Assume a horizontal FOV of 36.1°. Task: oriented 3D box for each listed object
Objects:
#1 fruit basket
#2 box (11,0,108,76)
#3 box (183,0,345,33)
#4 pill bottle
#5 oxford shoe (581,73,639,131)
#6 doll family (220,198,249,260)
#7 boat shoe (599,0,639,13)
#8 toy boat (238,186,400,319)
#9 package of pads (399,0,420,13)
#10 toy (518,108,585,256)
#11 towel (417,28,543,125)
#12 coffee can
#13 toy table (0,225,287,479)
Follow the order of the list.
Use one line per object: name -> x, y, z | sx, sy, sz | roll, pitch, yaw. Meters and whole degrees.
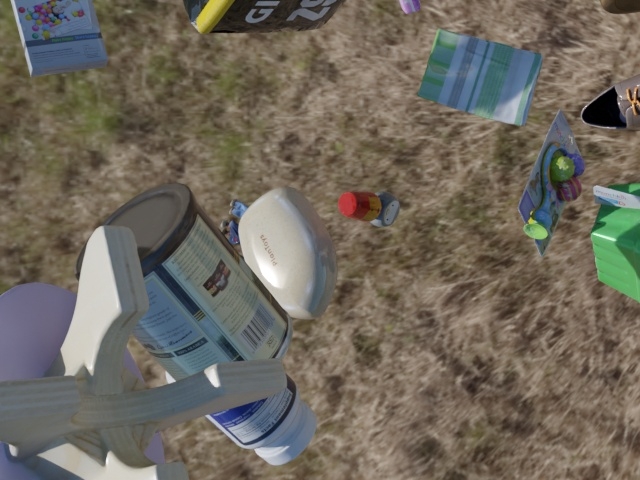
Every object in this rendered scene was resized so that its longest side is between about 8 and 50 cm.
fruit basket -> 0.664, 0.017, 1.713 | 0.353, 0.327, 0.165 | 8, 64, 26
box -> -0.491, -0.406, 1.834 | 0.038, 0.145, 0.186 | -37, 68, 63
box -> -0.018, -0.288, 0.397 | 0.257, 0.079, 0.322 | -39, 67, 52
pill bottle -> -0.132, 0.268, 1.714 | 0.153, 0.153, 0.264 | -26, 121, 28
oxford shoe -> 0.604, -0.247, 1.720 | 0.364, 0.133, 0.130 | -17, 90, 69
doll family -> -0.148, -0.003, 2.075 | 0.111, 0.076, 0.193 | 30, 146, 23
boat shoe -> 0.503, -0.395, 1.344 | 0.123, 0.342, 0.123 | 111, 141, -56
toy boat -> 0.000, 0.000, 1.854 | 0.318, 0.148, 0.267 | -32, 69, 30
package of pads -> 0.133, -0.407, 1.563 | 0.032, 0.050, 0.083 | -22, 115, 5
toy -> 0.426, -0.101, 1.732 | 0.056, 0.237, 0.137 | 7, 145, 40
towel -> 0.219, -0.225, 1.336 | 0.152, 0.023, 0.113 | 17, 73, 5
coffee can -> -0.196, 0.082, 1.445 | 0.202, 0.201, 0.275 | -18, 125, 28
toy table -> -0.165, 0.139, 0.744 | 0.161, 0.252, 0.274 | -34, 76, 41
